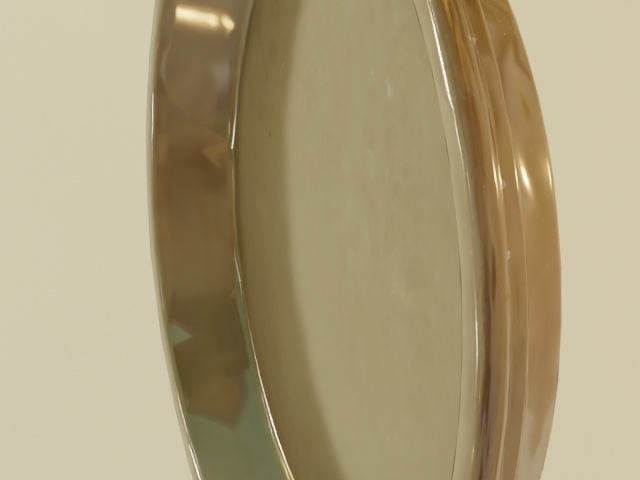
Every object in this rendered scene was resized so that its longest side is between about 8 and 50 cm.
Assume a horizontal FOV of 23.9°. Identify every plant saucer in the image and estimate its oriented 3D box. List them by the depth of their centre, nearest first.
[{"bbox_3d":[0.000,0.000,0.473,0.041,0.278,0.278,-5,-130,-21],"label":"plant saucer"}]
